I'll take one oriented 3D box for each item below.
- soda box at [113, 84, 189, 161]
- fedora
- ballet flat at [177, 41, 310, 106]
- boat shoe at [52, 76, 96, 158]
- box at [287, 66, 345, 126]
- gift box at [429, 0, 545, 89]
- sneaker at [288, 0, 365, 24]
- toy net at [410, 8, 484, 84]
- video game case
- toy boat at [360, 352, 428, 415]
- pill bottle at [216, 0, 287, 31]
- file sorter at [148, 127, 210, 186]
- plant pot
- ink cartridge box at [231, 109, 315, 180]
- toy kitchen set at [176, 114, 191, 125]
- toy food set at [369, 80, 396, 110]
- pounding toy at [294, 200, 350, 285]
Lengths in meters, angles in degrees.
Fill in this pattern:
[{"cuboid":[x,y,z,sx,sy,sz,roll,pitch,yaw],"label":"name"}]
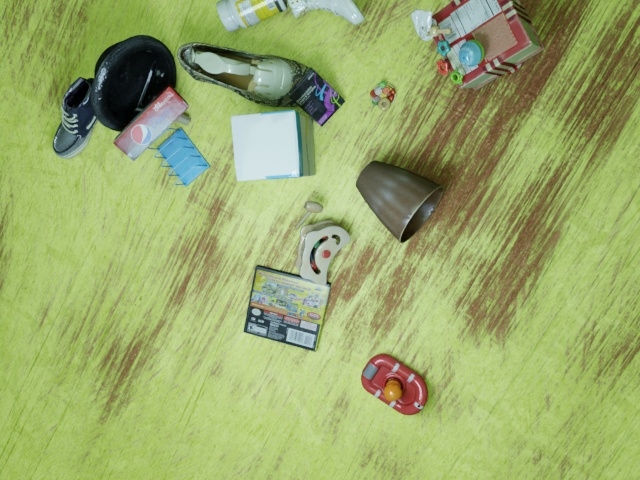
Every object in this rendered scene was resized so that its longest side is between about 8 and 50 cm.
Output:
[{"cuboid":[-0.559,-0.389,1.711,0.263,0.083,0.092,-43,117,3],"label":"soda box"},{"cuboid":[-0.645,-0.536,1.721,0.152,0.334,0.334,37,103,25],"label":"fedora"},{"cuboid":[-0.243,-0.540,1.676,0.482,0.182,0.164,16,102,8],"label":"ballet flat"},{"cuboid":[-0.869,-0.434,1.820,0.127,0.158,0.340,40,102,4],"label":"boat shoe"},{"cuboid":[-0.013,-0.461,1.673,0.116,0.029,0.162,-46,125,13],"label":"box"},{"cuboid":[0.461,-0.592,1.504,0.276,0.258,0.255,-22,92,34],"label":"gift box"},{"cuboid":[-0.002,-0.753,1.650,0.169,0.108,0.292,-42,78,14],"label":"sneaker"},{"cuboid":[0.335,-0.541,1.419,0.045,0.122,0.232,-35,76,-28],"label":"toy net"},{"cuboid":[-0.119,0.238,1.822,0.274,0.035,0.248,13,99,10],"label":"video game case"},{"cuboid":[0.245,0.491,1.723,0.231,0.151,0.151,32,102,6],"label":"toy boat"},{"cuboid":[-0.223,-0.765,1.677,0.208,0.119,0.119,-19,93,12],"label":"pill bottle"},{"cuboid":[-0.494,-0.290,1.794,0.118,0.104,0.170,-37,89,12],"label":"file sorter"},{"cuboid":[0.230,-0.145,1.637,0.230,0.215,0.215,39,102,19],"label":"plant pot"},{"cuboid":[-0.138,-0.294,1.641,0.198,0.270,0.197,-2,98,11],"label":"ink cartridge box"},{"cuboid":[-0.499,-0.449,1.818,0.068,0.075,0.083,-28,52,48],"label":"toy kitchen set"},{"cuboid":[0.203,-0.470,1.681,0.082,0.020,0.083,37,102,5],"label":"toy food set"},{"cuboid":[0.000,0.000,1.754,0.154,0.155,0.270,4,109,-18],"label":"pounding toy"}]
